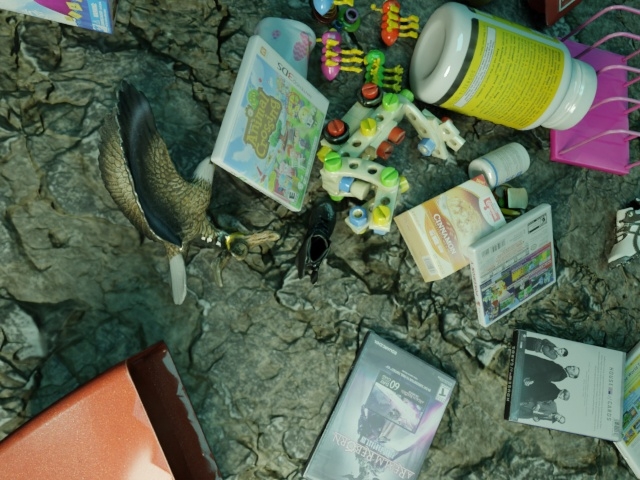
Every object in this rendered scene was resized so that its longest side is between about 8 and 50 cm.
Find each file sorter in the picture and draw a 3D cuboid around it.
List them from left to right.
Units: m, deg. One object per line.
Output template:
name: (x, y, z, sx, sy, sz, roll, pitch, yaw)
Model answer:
file sorter: (0.636, -0.317, 1.171, 0.202, 0.182, 0.291, 8, 79, -16)

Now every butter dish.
butter dish: (0.508, -0.585, 1.218, 0.160, 0.118, 0.160, -40, 135, -21)

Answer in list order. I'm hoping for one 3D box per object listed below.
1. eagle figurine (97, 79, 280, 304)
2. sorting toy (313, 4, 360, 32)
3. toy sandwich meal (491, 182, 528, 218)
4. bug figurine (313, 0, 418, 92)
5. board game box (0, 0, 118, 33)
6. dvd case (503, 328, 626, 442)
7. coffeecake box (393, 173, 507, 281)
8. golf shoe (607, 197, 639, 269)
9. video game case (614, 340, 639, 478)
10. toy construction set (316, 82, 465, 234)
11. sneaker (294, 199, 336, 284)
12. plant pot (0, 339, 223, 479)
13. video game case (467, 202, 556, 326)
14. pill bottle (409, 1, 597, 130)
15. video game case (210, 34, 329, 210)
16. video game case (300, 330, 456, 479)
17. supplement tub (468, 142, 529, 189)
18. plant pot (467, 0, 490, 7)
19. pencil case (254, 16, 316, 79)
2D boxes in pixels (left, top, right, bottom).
eagle figurine: (-0.234, -0.075, 0.849, 0.298, 0.226, 0.225, 39, 30, -24)
sorting toy: (0.037, -0.445, 1.080, 0.102, 0.042, 0.061, 6, 79, -17)
toy sandwich meal: (0.389, -0.084, 1.135, 0.085, 0.029, 0.086, 3, 80, -17)
bug figurine: (0.070, -0.395, 1.035, 0.279, 0.072, 0.216, 4, 91, -44)
board game box: (-0.465, -0.436, 0.777, 0.318, 0.318, 0.066, 9, 79, -15)
dvd case: (0.488, 0.287, 1.088, 0.238, 0.029, 0.179, 13, 77, -8)
coffeecake box: (0.259, -0.024, 1.064, 0.185, 0.068, 0.142, -26, 89, -20)
golf shoe: (0.666, -0.015, 1.194, 0.198, 0.077, 0.094, -39, 83, -26)
video game case: (0.688, 0.347, 1.158, 0.227, 0.026, 0.206, -35, 92, -19)
toy construction set: (0.123, -0.164, 0.998, 0.215, 0.151, 0.327, 34, 58, 21)
sneaker: (-0.002, -0.001, 0.967, 0.051, 0.089, 0.170, 25, 74, -12)
plant pot: (-0.294, 0.318, 0.745, 0.235, 0.267, 0.267, -24, 88, -8)
video game case: (0.378, 0.048, 1.069, 0.201, 0.023, 0.183, -27, 119, -20)
pill bottle: (0.361, -0.327, 1.083, 0.334, 0.188, 0.188, 12, 77, -16)
video game case: (-0.070, -0.180, 0.873, 0.193, 0.023, 0.212, 31, 69, -48)
video game case: (0.111, 0.330, 0.981, 0.196, 0.026, 0.274, 31, 72, -10)
supplement tub: (0.362, -0.150, 1.116, 0.107, 0.071, 0.071, -25, 89, -19)
plant pot: (0.315, -0.623, 1.116, 0.237, 0.237, 0.254, -40, 107, -19)
pencil case: (-0.084, -0.252, 0.972, 0.113, 0.124, 0.273, 9, 77, 3)
